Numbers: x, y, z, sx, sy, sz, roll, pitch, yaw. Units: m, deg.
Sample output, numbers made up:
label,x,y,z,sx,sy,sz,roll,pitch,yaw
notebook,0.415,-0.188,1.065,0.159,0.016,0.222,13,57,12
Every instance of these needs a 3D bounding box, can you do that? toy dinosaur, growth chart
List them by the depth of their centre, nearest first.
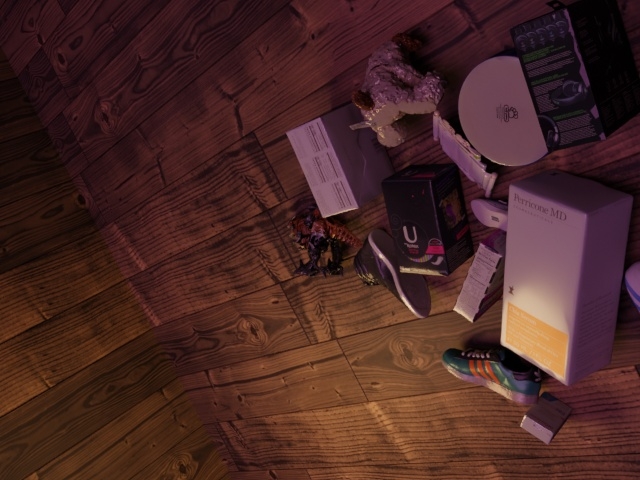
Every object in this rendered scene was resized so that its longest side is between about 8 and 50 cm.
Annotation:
label,x,y,z,sx,sy,sz,roll,pitch,yaw
growth chart,0.358,-0.216,1.866,0.237,0.021,0.172,50,173,12
toy dinosaur,0.000,0.000,2.295,0.322,0.165,0.218,-166,79,-70

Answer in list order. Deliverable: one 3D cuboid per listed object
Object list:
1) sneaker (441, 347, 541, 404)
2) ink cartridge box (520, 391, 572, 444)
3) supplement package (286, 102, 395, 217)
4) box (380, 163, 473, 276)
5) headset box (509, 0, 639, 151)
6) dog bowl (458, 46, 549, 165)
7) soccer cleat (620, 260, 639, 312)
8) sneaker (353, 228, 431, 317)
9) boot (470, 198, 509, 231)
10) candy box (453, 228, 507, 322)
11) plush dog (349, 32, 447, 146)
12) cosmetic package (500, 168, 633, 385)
label,x,y,z,sx,sy,sz,roll,pitch,yaw
sneaker,0.482,0.346,2.085,0.302,0.108,0.120,19,111,37
ink cartridge box,0.611,0.480,2.013,0.089,0.122,0.052,31,131,28
supplement package,0.064,-0.229,2.064,0.145,0.204,0.261,-14,102,46
box,0.288,-0.057,1.996,0.165,0.143,0.270,2,113,42
headset box,0.529,-0.359,1.521,0.131,0.246,0.283,-10,106,45
dog bowl,0.458,-0.309,1.722,0.265,0.104,0.264,22,127,33
soccer cleat,0.801,0.191,1.662,0.331,0.116,0.143,60,155,2
sneaker,0.209,0.120,2.209,0.295,0.105,0.147,56,140,12
boot,0.465,-0.075,1.884,0.190,0.086,0.069,40,151,61
candy box,0.440,0.080,1.920,0.071,0.159,0.233,34,131,24
plush dog,0.170,-0.399,1.877,0.262,0.211,0.225,-46,35,50
cosmetic package,0.570,0.085,1.758,0.230,0.162,0.452,32,133,51
